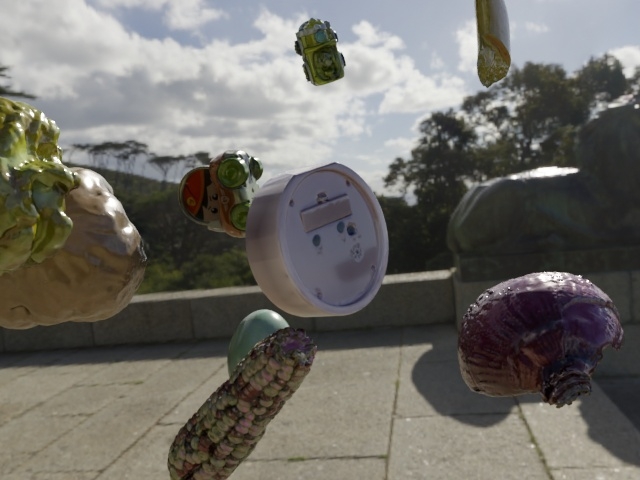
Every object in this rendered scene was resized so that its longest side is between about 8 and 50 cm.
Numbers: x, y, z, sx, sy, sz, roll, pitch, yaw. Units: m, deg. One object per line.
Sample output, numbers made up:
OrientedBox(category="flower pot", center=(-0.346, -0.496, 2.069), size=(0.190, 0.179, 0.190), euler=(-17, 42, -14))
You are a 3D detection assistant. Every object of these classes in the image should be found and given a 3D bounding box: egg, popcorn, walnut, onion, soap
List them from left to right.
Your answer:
OrientedBox(category="popcorn", center=(-0.501, -0.085, 0.954), size=(0.282, 0.282, 0.247), euler=(-4, -19, 34))
OrientedBox(category="walnut", center=(-0.541, 0.025, 1.308), size=(0.384, 0.383, 0.383), euler=(-6, 4, 0))
OrientedBox(category="egg", center=(-0.141, 0.281, 1.521), size=(0.168, 0.230, 0.168), euler=(1, -22, 0))
OrientedBox(category="soap", center=(0.233, -0.278, 0.844), size=(0.033, 0.168, 0.089), euler=(-15, -25, 39))
OrientedBox(category="onion", center=(0.331, 0.136, 0.973), size=(0.267, 0.159, 0.349), euler=(-27, -5, 6))

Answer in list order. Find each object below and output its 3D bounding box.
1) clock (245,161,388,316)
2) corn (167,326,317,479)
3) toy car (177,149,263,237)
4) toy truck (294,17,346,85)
OrientedBox(category="clock", center=(0.000, 0.000, 0.807), size=(0.197, 0.196, 0.068), euler=(-10, -1, -45))
OrientedBox(category="corn", center=(-0.104, 0.214, 0.779), size=(0.092, 0.092, 0.280), euler=(-11, -38, -56))
OrientedBox(category="toy car", center=(-0.255, -0.111, 1.609), size=(0.235, 0.235, 0.145), euler=(-5, 9, 15))
OrientedBox(category="toy truck", center=(0.001, -0.315, 1.044), size=(0.076, 0.111, 0.077), euler=(-20, 21, -2))
